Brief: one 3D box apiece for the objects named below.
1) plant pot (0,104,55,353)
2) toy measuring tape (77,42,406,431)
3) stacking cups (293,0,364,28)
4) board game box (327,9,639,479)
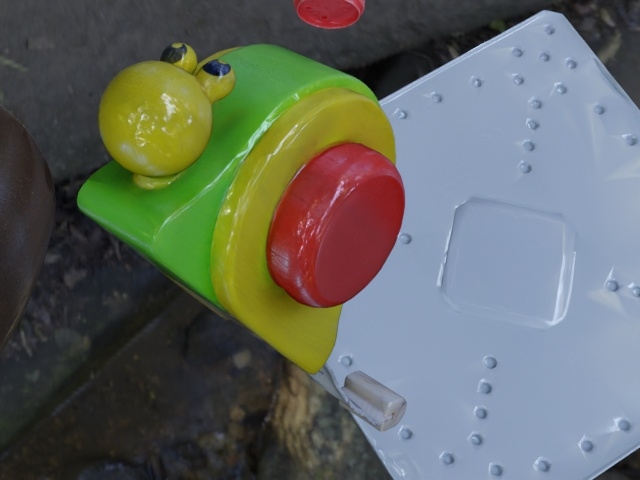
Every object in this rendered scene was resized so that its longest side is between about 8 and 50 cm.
[{"bbox_3d":[-0.286,0.027,0.754,0.215,0.230,0.215,-7,120,-11],"label":"plant pot"},{"bbox_3d":[0.000,0.000,0.527,0.121,0.121,0.330,-38,148,3],"label":"toy measuring tape"},{"bbox_3d":[0.023,-0.351,1.030,0.096,0.096,0.316,10,69,-19],"label":"stacking cups"},{"bbox_3d":[0.168,0.026,1.024,0.390,0.050,0.390,-30,74,-12],"label":"board game box"}]
